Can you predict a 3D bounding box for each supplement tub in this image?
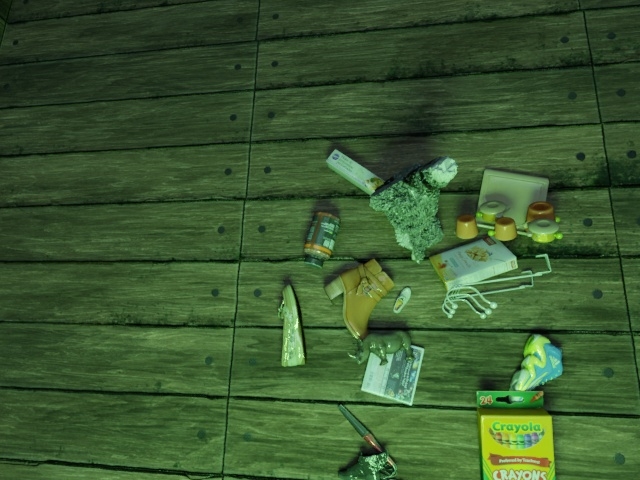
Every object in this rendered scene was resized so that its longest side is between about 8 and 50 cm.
[{"bbox_3d":[0.000,0.000,1.689,0.106,0.106,0.197,15,77,14],"label":"supplement tub"}]

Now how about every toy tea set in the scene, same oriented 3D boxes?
[{"bbox_3d":[0.621,-0.038,1.539,0.336,0.124,0.200,5,37,30],"label":"toy tea set"}]

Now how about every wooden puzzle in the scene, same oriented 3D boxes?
[{"bbox_3d":[0.677,-0.134,1.646,0.221,0.044,0.238,12,72,14],"label":"wooden puzzle"}]

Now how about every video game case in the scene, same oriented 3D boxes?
[{"bbox_3d":[0.244,0.435,1.563,0.173,0.022,0.190,13,76,14],"label":"video game case"}]

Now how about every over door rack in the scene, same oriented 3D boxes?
[{"bbox_3d":[0.557,0.169,1.470,0.324,0.239,0.108,-20,71,4],"label":"over door rack"}]

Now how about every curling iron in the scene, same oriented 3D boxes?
[{"bbox_3d":[0.147,0.652,1.508,0.068,0.035,0.274,-39,71,-2],"label":"curling iron"}]

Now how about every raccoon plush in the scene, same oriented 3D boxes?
[{"bbox_3d":[0.333,-0.074,1.482,0.216,0.446,0.299,-36,98,-5],"label":"raccoon plush"}]

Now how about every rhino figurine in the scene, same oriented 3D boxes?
[{"bbox_3d":[0.197,0.350,1.507,0.243,0.073,0.106,-3,67,-21],"label":"rhino figurine"}]

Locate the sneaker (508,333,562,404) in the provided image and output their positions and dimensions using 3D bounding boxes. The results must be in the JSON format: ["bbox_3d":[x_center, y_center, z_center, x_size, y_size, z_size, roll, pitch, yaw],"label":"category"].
[{"bbox_3d":[0.687,0.422,1.453,0.126,0.091,0.240,24,82,11],"label":"sneaker"}]

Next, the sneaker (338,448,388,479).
[{"bbox_3d":[0.133,0.708,1.467,0.170,0.051,0.089,-9,81,24],"label":"sneaker"}]

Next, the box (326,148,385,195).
[{"bbox_3d":[0.167,-0.229,1.748,0.324,0.067,0.063,36,82,18],"label":"box"}]

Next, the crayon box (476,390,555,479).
[{"bbox_3d":[0.577,0.616,1.377,0.202,0.081,0.318,-4,88,9],"label":"crayon box"}]

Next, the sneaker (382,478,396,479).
[{"bbox_3d":[0.165,0.839,1.436,0.281,0.105,0.115,-20,105,0],"label":"sneaker"}]

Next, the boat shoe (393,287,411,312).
[{"bbox_3d":[0.284,0.207,1.615,0.035,0.035,0.100,33,82,17],"label":"boat shoe"}]

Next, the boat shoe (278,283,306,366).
[{"bbox_3d":[-0.111,0.295,1.623,0.089,0.104,0.285,-10,73,4],"label":"boat shoe"}]

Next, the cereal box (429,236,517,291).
[{"bbox_3d":[0.508,0.073,1.556,0.240,0.047,0.173,-21,26,4],"label":"cereal box"}]

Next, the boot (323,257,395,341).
[{"bbox_3d":[0.167,0.217,1.609,0.220,0.109,0.283,-30,64,-4],"label":"boot"}]
